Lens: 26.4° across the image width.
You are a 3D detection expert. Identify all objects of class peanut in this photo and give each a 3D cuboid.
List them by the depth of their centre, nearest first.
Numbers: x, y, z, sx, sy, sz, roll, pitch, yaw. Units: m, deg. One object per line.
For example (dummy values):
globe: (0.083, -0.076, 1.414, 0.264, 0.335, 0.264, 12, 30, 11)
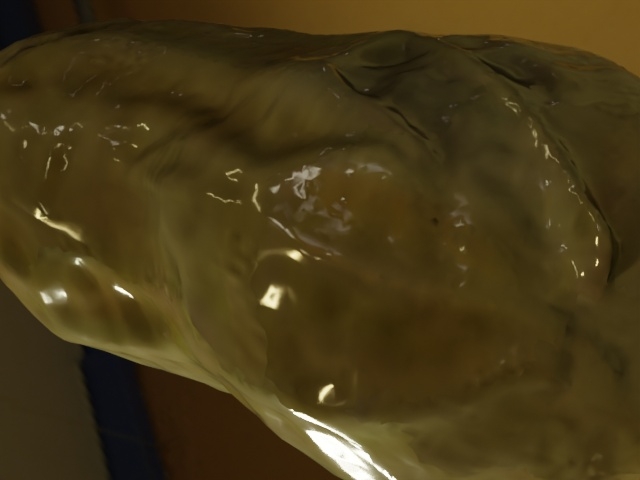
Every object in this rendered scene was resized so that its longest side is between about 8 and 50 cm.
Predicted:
peanut: (0.004, 0.000, 0.493, 0.174, 0.340, 0.158, -26, -62, -38)
